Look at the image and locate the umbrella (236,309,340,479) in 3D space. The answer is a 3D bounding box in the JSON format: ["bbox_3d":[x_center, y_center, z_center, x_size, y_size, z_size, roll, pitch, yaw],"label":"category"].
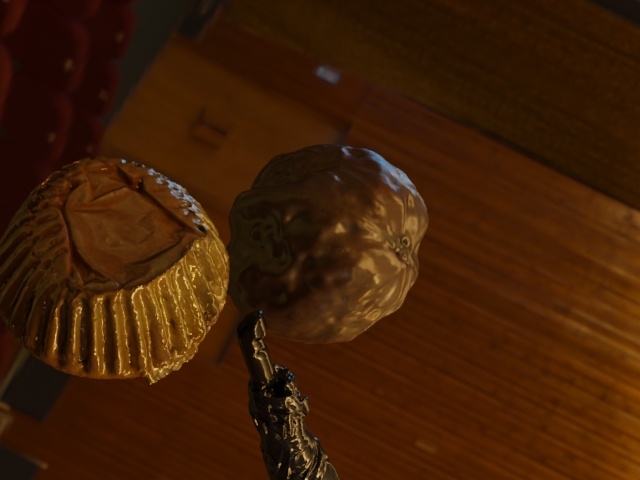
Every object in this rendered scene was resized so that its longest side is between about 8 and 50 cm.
[{"bbox_3d":[-0.040,0.165,1.323,0.071,0.071,0.248,-60,140,-49],"label":"umbrella"}]

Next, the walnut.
[{"bbox_3d":[0.000,0.003,1.705,0.227,0.273,0.273,3,118,-51],"label":"walnut"}]

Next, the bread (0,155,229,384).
[{"bbox_3d":[-0.205,0.019,1.310,0.139,0.240,0.240,89,24,-49],"label":"bread"}]
